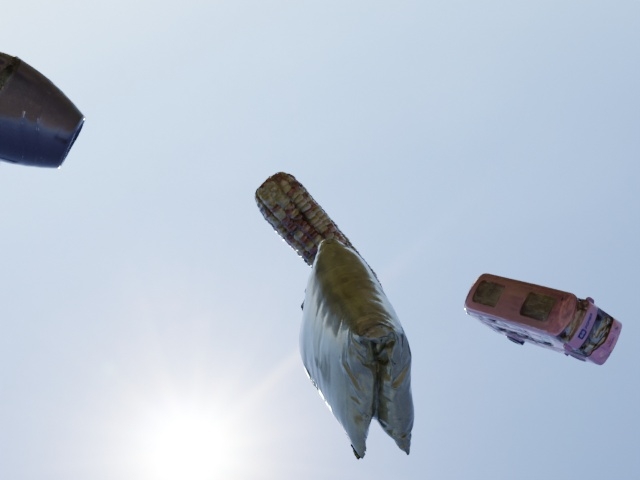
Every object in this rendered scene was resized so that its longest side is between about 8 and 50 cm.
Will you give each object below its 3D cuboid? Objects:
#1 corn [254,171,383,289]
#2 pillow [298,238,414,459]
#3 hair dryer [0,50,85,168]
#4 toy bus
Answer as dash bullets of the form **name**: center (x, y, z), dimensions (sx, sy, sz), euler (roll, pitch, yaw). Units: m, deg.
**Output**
- **corn**: center (0.000, 0.000, 1.554), dimensions (0.079, 0.237, 0.079), euler (-44, 175, -5)
- **pillow**: center (0.030, 0.093, 0.948), dimensions (0.077, 0.134, 0.181), euler (-8, -152, -13)
- **hair dryer**: center (-0.464, -0.116, 1.298), dimensions (0.361, 0.301, 0.121), euler (-52, -164, 49)
- **toy bus**: center (0.246, 0.087, 1.229), dimensions (0.203, 0.090, 0.063), euler (13, -106, 61)
